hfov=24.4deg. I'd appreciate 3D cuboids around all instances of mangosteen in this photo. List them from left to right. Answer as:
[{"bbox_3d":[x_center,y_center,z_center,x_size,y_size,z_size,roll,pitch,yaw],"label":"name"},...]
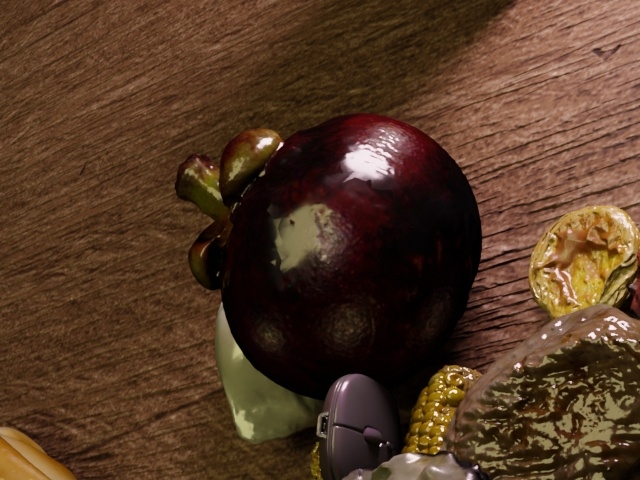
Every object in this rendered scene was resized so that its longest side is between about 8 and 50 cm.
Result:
[{"bbox_3d":[0.018,0.005,1.492,0.297,0.293,0.297,-35,20,15],"label":"mangosteen"}]

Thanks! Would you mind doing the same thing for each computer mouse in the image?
[{"bbox_3d":[0.047,0.202,1.419,0.057,0.232,0.120,0,70,14],"label":"computer mouse"}]

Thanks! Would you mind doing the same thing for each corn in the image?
[{"bbox_3d":[0.117,0.271,1.367,0.119,0.119,0.322,-21,48,39],"label":"corn"}]

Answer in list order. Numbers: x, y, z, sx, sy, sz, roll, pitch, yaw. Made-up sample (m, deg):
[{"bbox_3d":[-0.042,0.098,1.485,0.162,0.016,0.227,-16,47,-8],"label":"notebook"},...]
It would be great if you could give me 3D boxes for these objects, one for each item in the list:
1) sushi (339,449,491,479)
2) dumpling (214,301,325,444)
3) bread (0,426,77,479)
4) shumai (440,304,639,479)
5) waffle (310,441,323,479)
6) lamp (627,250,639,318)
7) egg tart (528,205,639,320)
[{"bbox_3d":[0.088,0.362,1.135,0.328,0.285,0.329,-45,24,8],"label":"sushi"},{"bbox_3d":[-0.041,0.120,1.648,0.151,0.124,0.229,-7,61,4],"label":"dumpling"},{"bbox_3d":[-0.414,0.371,1.834,0.245,0.329,0.424,-27,29,-26],"label":"bread"},{"bbox_3d":[0.230,0.160,1.256,0.184,0.185,0.218,44,107,32],"label":"shumai"},{"bbox_3d":[0.021,0.224,1.578,0.085,0.016,0.078,-48,39,16],"label":"waffle"},{"bbox_3d":[0.367,0.005,1.222,0.223,0.215,0.151,10,92,18],"label":"lamp"},{"bbox_3d":[0.255,0.028,1.413,0.130,0.052,0.130,-25,51,35],"label":"egg tart"}]
